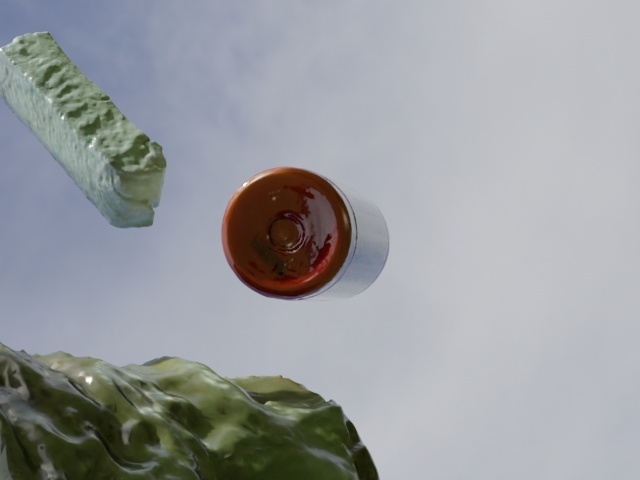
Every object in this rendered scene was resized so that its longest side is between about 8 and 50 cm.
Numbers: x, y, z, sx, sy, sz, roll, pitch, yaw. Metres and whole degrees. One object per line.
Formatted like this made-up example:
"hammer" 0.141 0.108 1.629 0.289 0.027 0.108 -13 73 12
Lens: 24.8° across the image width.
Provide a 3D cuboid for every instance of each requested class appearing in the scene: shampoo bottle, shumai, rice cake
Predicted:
"shampoo bottle" 0.000 0.000 1.239 0.278 0.104 0.104 13 -110 -78
"shumai" -0.114 0.219 0.959 0.323 0.324 0.397 -12 -129 -37
"rice cake" -0.202 -0.098 1.224 0.063 0.069 0.206 -27 -117 -32
